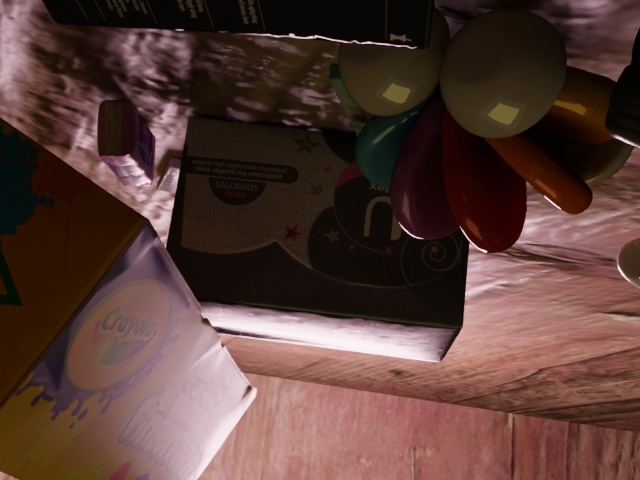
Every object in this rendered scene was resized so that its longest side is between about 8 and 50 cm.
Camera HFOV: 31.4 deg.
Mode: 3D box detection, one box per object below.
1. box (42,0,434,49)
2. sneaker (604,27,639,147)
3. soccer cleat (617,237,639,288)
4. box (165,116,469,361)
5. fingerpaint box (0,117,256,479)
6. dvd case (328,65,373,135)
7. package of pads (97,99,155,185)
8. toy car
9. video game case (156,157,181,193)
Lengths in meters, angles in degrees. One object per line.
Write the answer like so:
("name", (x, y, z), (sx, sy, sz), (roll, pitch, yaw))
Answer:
("box", (-0.040, -0.175, 0.433), (0.184, 0.103, 0.261), (7, 165, 5))
("sneaker", (0.214, -0.115, 0.594), (0.087, 0.130, 0.227), (27, -160, 17))
("soccer cleat", (0.392, 0.031, 1.129), (0.196, 0.068, 0.076), (2, 168, 7))
("box", (0.000, 0.000, 0.979), (0.247, 0.163, 0.142), (7, 163, 0))
("fingerpaint box", (-0.263, 0.026, 0.823), (0.371, 0.163, 0.445), (33, 166, 14))
("dvd case", (0.060, -0.101, 0.857), (0.087, 0.013, 0.119), (3, 166, 13))
("package of pads", (-0.163, -0.081, 0.960), (0.032, 0.050, 0.083), (-1, 165, 7))
("toy car", (0.094, -0.062, 0.703), (0.182, 0.136, 0.159), (18, 177, 41))
("video game case", (-0.094, -0.054, 1.117), (0.122, 0.011, 0.087), (10, 165, -14))
